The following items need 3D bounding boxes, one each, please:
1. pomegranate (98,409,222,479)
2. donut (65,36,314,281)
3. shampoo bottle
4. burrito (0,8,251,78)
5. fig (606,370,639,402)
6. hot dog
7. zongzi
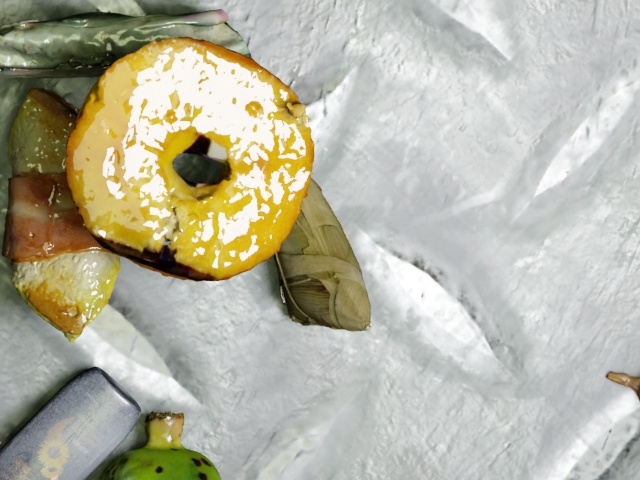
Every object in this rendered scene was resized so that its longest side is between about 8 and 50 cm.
[{"bbox_3d":[-0.170,0.269,1.847,0.143,0.122,0.169,2,101,23],"label":"pomegranate"},{"bbox_3d":[-0.131,-0.081,1.741,0.254,0.118,0.253,-6,105,-23],"label":"donut"},{"bbox_3d":[-0.295,0.238,1.865,0.234,0.049,0.087,-44,97,1],"label":"shampoo bottle"},{"bbox_3d":[-0.224,-0.199,1.796,0.309,0.096,0.066,-2,88,-8],"label":"burrito"},{"bbox_3d":[0.398,0.165,1.902,0.153,0.119,0.119,25,94,-7],"label":"fig"},{"bbox_3d":[-0.263,-0.023,1.817,0.123,0.093,0.261,1,82,2],"label":"hot dog"},{"bbox_3d":[0.000,0.000,1.804,0.081,0.178,0.189,-17,98,-16],"label":"zongzi"}]
